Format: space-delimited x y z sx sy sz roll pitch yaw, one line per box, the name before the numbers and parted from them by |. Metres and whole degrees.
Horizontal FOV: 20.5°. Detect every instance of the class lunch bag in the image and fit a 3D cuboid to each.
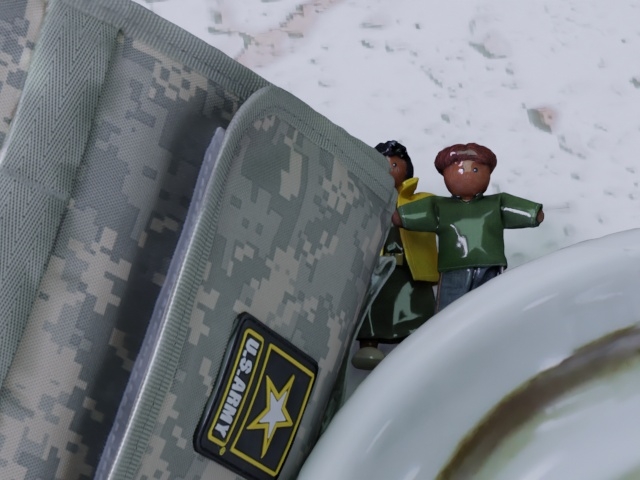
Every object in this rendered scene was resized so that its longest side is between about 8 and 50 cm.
lunch bag | -0.112 0.033 0.649 0.287 0.169 0.235 24 76 -24

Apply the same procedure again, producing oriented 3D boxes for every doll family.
doll family | 0.000 0.000 0.793 0.193 0.076 0.111 0 73 -4

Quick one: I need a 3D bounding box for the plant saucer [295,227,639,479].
plant saucer | 0.174 0.177 0.647 0.400 0.100 0.400 -1 54 1
